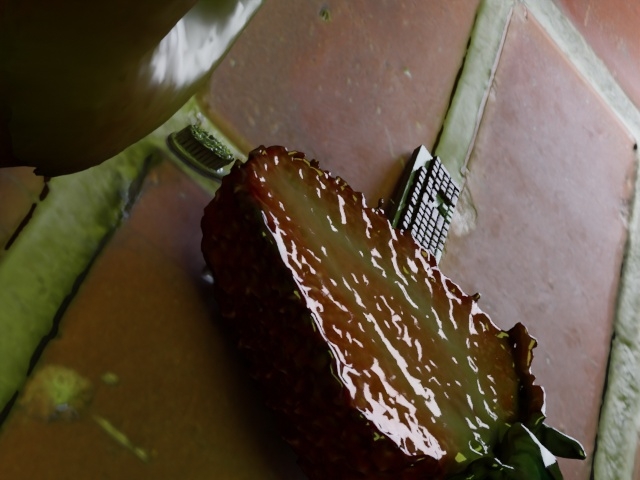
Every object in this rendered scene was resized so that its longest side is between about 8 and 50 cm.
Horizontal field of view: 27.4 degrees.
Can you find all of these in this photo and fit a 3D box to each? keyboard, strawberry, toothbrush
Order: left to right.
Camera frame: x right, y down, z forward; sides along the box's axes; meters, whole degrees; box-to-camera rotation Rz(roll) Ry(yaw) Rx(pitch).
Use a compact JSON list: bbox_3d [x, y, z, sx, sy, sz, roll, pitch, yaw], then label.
[{"bbox_3d":[0.000,0.000,0.873,0.257,0.024,0.018,38,44,-31],"label":"toothbrush"},{"bbox_3d":[0.029,0.077,0.802,0.286,0.106,0.188,48,34,1],"label":"strawberry"},{"bbox_3d":[0.071,-0.012,0.947,0.055,0.017,0.166,49,32,-17],"label":"keyboard"}]

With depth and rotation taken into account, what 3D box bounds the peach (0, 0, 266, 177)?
[{"bbox_3d":[-0.168,-0.211,0.562,0.370,0.370,0.370,27,51,-38],"label":"peach"}]
